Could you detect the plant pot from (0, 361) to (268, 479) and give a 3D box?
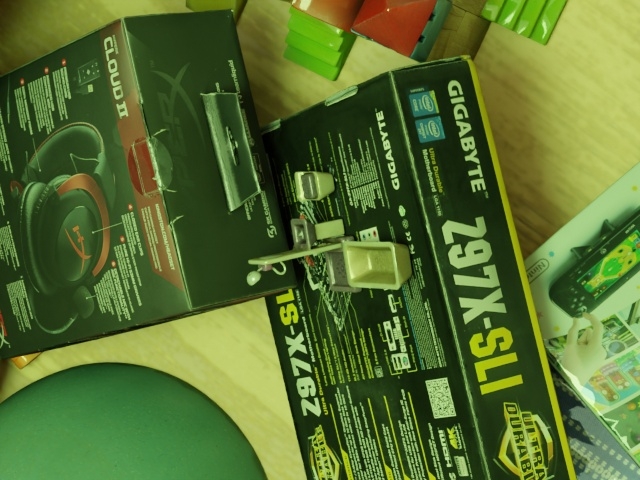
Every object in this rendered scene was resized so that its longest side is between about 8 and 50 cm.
[{"bbox_3d":[-0.201,0.250,1.401,0.290,0.195,0.290,1,92,17],"label":"plant pot"}]

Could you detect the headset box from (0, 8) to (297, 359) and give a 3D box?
[{"bbox_3d":[-0.151,-0.040,1.355,0.293,0.110,0.218,-17,86,48],"label":"headset box"}]

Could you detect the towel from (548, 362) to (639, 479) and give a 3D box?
[{"bbox_3d":[0.200,0.265,1.351,0.243,0.040,0.336,35,94,10],"label":"towel"}]

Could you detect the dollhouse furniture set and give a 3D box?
[{"bbox_3d":[0.000,0.000,1.220,0.114,0.081,0.091,1,102,59],"label":"dollhouse furniture set"}]

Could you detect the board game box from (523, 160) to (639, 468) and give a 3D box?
[{"bbox_3d":[0.305,0.081,1.278,0.224,0.097,0.303,-41,81,2],"label":"board game box"}]

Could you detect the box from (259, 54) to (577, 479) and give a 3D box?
[{"bbox_3d":[0.052,0.050,1.307,0.079,0.257,0.322,-12,87,-29],"label":"box"}]

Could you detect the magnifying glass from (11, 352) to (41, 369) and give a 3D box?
[{"bbox_3d":[-0.316,0.012,1.495,0.231,0.092,0.026,51,141,-1],"label":"magnifying glass"}]

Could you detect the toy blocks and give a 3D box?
[{"bbox_3d":[-0.025,-0.231,1.302,0.381,0.261,0.191,27,99,13],"label":"toy blocks"}]
